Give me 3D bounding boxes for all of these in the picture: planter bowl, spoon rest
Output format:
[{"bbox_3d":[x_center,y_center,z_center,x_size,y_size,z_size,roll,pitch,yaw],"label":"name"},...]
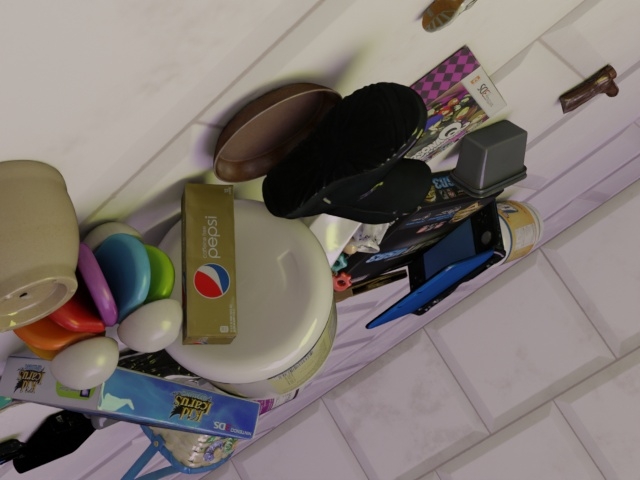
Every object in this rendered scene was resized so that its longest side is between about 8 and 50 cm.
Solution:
[{"bbox_3d":[-0.292,0.017,0.779,0.162,0.109,0.162,-30,165,-9],"label":"planter bowl"},{"bbox_3d":[0.000,0.000,1.341,0.137,0.084,0.276,-20,162,-38],"label":"spoon rest"}]

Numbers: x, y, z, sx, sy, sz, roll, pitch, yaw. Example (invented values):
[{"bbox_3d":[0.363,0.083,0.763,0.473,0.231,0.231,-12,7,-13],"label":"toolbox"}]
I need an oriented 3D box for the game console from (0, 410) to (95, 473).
[{"bbox_3d":[-0.582,0.405,1.568,0.361,0.044,0.213,-15,157,-46],"label":"game console"}]

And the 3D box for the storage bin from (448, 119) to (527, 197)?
[{"bbox_3d":[0.292,-0.150,1.445,0.135,0.098,0.091,-22,135,-29],"label":"storage bin"}]

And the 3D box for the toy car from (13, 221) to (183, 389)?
[{"bbox_3d":[-0.248,0.057,0.906,0.182,0.159,0.136,-29,156,-8],"label":"toy car"}]

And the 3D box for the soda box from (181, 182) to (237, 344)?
[{"bbox_3d":[-0.130,0.027,0.970,0.058,0.181,0.061,1,163,-15],"label":"soda box"}]

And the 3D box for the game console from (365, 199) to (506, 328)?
[{"bbox_3d":[0.230,0.041,1.775,0.173,0.250,0.293,19,141,-28],"label":"game console"}]

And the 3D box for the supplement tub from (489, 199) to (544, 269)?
[{"bbox_3d":[0.430,-0.018,1.998,0.200,0.144,0.144,-16,158,-46],"label":"supplement tub"}]

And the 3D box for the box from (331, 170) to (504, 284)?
[{"bbox_3d":[0.167,-0.024,1.619,0.295,0.073,0.293,-13,156,-47],"label":"box"}]

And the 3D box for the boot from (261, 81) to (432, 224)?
[{"bbox_3d":[0.075,-0.097,1.019,0.246,0.094,0.207,-34,159,36],"label":"boot"}]

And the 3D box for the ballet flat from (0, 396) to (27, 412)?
[{"bbox_3d":[-0.456,0.220,1.240,0.168,0.057,0.052,-18,-172,-30],"label":"ballet flat"}]

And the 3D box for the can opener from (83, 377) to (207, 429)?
[{"bbox_3d":[-0.323,0.266,1.624,0.283,0.076,0.095,-19,128,-37],"label":"can opener"}]

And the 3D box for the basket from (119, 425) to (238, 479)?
[{"bbox_3d":[-0.315,0.460,1.949,0.289,0.201,0.255,-49,160,22],"label":"basket"}]

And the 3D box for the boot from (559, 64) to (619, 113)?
[{"bbox_3d":[0.491,-0.264,1.544,0.114,0.037,0.106,-37,151,7],"label":"boot"}]

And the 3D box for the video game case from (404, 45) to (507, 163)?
[{"bbox_3d":[0.143,-0.161,1.187,0.232,0.042,0.210,-35,163,14],"label":"video game case"}]

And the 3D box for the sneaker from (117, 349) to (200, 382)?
[{"bbox_3d":[-0.284,0.221,1.498,0.271,0.100,0.108,-20,175,-26],"label":"sneaker"}]

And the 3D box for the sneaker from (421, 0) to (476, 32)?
[{"bbox_3d":[0.150,-0.256,0.919,0.083,0.032,0.037,-38,163,25],"label":"sneaker"}]

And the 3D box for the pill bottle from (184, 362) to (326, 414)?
[{"bbox_3d":[-0.137,0.294,1.841,0.301,0.169,0.169,-19,160,-39],"label":"pill bottle"}]

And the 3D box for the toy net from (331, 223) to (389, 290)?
[{"bbox_3d":[0.038,0.040,1.493,0.232,0.122,0.045,-33,-150,30],"label":"toy net"}]

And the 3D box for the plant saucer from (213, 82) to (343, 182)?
[{"bbox_3d":[-0.052,-0.126,0.948,0.168,0.029,0.168,-28,164,-9],"label":"plant saucer"}]

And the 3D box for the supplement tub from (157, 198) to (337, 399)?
[{"bbox_3d":[-0.095,0.097,1.169,0.235,0.235,0.325,-30,165,-6],"label":"supplement tub"}]

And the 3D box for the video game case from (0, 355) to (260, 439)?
[{"bbox_3d":[-0.265,0.222,1.170,0.244,0.061,0.269,-3,160,42],"label":"video game case"}]

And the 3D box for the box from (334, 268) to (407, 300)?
[{"bbox_3d":[0.061,0.105,1.778,0.164,0.021,0.201,-16,179,-40],"label":"box"}]

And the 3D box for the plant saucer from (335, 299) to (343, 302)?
[{"bbox_3d":[0.065,0.119,1.967,0.083,0.015,0.083,-28,165,-9],"label":"plant saucer"}]
